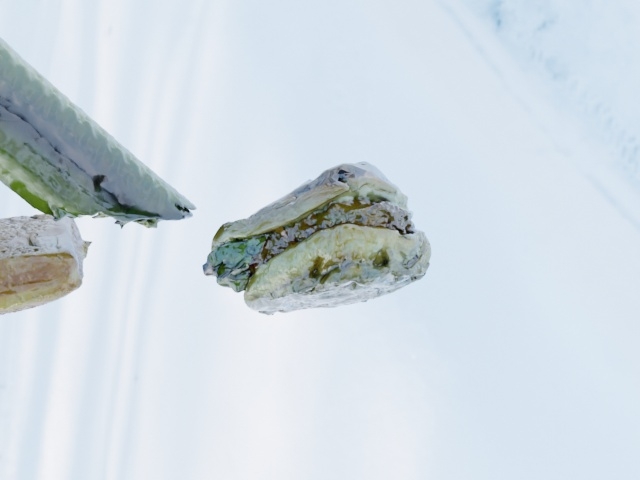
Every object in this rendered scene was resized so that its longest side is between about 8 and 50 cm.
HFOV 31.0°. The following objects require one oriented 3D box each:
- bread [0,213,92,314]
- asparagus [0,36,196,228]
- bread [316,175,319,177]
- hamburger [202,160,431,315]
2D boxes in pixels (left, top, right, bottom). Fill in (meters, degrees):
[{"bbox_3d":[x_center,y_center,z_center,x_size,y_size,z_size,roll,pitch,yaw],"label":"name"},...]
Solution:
[{"bbox_3d":[-0.331,0.022,1.323,0.271,0.139,0.077,-141,44,-75],"label":"bread"},{"bbox_3d":[-0.298,-0.105,1.204,0.108,0.382,0.128,-15,41,48],"label":"asparagus"},{"bbox_3d":[0.027,-0.046,1.368,0.035,0.083,0.070,-58,5,7],"label":"bread"},{"bbox_3d":[0.000,0.000,1.101,0.206,0.183,0.130,-14,76,18],"label":"hamburger"}]
